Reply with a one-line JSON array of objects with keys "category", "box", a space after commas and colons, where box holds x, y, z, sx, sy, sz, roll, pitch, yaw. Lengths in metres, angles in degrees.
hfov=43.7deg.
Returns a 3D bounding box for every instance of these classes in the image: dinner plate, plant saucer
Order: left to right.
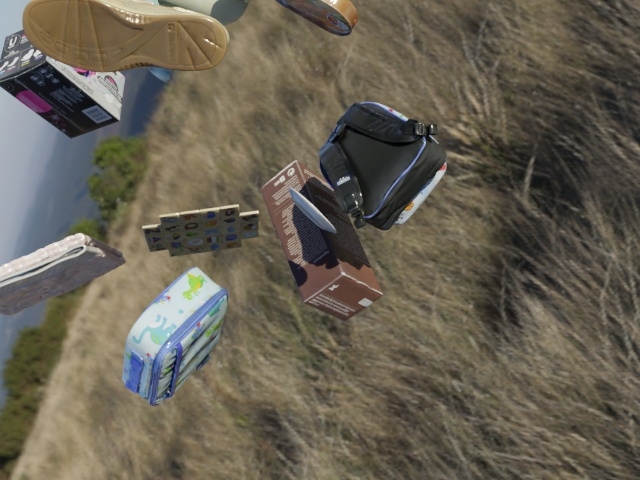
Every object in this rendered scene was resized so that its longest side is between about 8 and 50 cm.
[{"category": "plant saucer", "box": [-0.360, -0.426, 1.675, 0.195, 0.037, 0.195, 165, 90, -69]}, {"category": "dinner plate", "box": [-0.021, -0.060, 1.709, 0.017, 0.141, 0.141, -46, 20, -3]}]

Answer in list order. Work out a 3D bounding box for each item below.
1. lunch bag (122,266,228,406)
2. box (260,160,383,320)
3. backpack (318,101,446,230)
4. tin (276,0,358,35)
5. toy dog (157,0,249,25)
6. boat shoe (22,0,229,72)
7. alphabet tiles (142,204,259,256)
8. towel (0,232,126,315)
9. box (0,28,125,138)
[{"category": "lunch bag", "box": [-0.233, 0.159, 1.267, 0.176, 0.090, 0.219, -45, -13, -36]}, {"category": "box", "box": [0.000, 0.000, 2.045, 0.143, 0.191, 0.381, -38, 52, 19]}, {"category": "backpack", "box": [0.135, -0.181, 1.814, 0.276, 0.213, 0.263, -49, 54, 8]}, {"category": "tin", "box": [-0.018, -0.435, 1.436, 0.040, 0.189, 0.106, -59, -1, -6]}, {"category": "toy dog", "box": [-0.375, -0.600, 1.747, 0.285, 0.407, 0.395, -64, 35, 16]}, {"category": "boat shoe", "box": [-0.327, -0.350, 1.363, 0.110, 0.341, 0.122, -93, 11, -68]}, {"category": "alphabet tiles", "box": [-0.354, -0.026, 2.403, 0.285, 0.342, 0.011, 97, 163, -65]}, {"category": "towel", "box": [-0.661, 0.089, 1.910, 0.317, 0.331, 0.053, 79, 168, -81]}, {"category": "box", "box": [-0.597, -0.377, 1.857, 0.163, 0.247, 0.142, -15, 59, 23]}]
